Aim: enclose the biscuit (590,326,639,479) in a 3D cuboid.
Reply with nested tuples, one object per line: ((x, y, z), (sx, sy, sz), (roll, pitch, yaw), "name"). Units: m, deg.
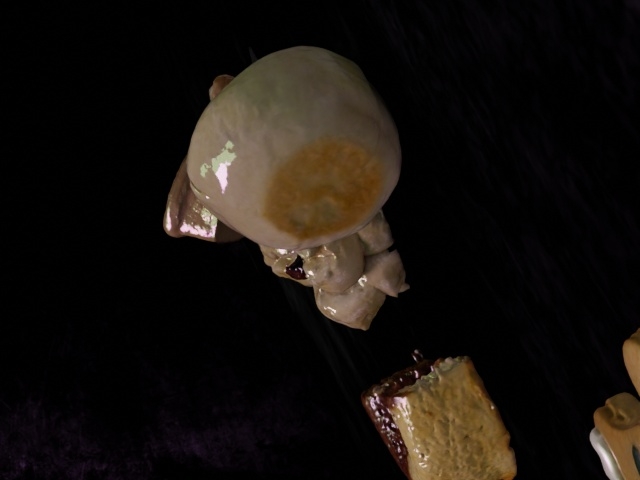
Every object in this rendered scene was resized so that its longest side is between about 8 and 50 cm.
((0.179, 0.113, 0.465), (0.158, 0.035, 0.240), (58, 172, 22), "biscuit")

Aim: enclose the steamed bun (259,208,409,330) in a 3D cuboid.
((0.000, 0.000, 1.014), (0.177, 0.106, 0.192), (55, 169, 45), "steamed bun")

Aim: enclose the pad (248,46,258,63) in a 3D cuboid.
((-0.018, -0.092, 1.217), (0.245, 0.006, 0.170), (58, 170, 31), "pad")

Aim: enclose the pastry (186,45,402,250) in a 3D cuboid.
((-0.017, -0.060, 0.755), (0.092, 0.156, 0.156), (-115, 4, -47), "pastry")

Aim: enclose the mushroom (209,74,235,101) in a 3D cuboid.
((-0.121, -0.190, 1.449), (0.202, 0.054, 0.059), (-162, 51, -87), "mushroom")

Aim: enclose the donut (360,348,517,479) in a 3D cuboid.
((0.106, 0.173, 0.972), (0.141, 0.085, 0.217), (63, 171, 7), "donut")

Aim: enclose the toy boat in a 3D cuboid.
((-0.082, -0.069, 1.062), (0.061, 0.188, 0.116), (27, 157, 22), "toy boat")
